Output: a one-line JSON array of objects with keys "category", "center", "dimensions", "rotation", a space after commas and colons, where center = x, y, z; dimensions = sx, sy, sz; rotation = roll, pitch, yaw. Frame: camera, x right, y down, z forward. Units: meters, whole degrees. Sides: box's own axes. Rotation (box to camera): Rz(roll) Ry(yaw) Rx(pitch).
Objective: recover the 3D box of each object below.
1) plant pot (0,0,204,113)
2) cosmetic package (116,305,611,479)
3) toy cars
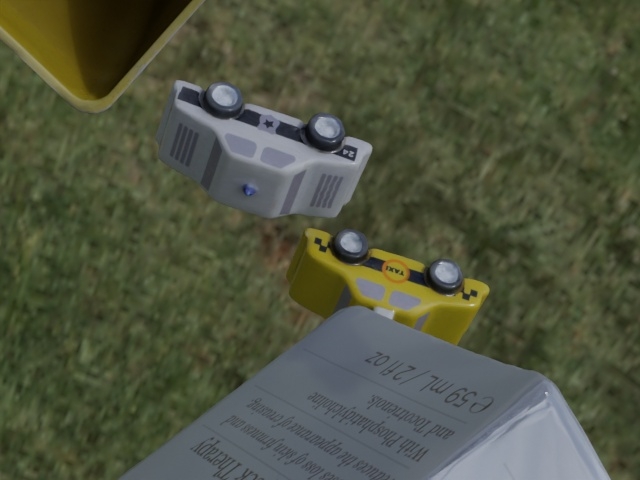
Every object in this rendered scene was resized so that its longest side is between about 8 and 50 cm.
[{"category": "plant pot", "center": [-0.107, -0.224, 0.921], "dimensions": [0.212, 0.212, 0.187], "rotation": [43, 14, -7]}, {"category": "cosmetic package", "center": [0.011, 0.304, 1.240], "dimensions": [0.393, 0.329, 0.327], "rotation": [-36, 108, -15]}, {"category": "toy cars", "center": [0.000, 0.000, 1.646], "dimensions": [0.394, 0.176, 0.087], "rotation": [48, 40, -34]}]
